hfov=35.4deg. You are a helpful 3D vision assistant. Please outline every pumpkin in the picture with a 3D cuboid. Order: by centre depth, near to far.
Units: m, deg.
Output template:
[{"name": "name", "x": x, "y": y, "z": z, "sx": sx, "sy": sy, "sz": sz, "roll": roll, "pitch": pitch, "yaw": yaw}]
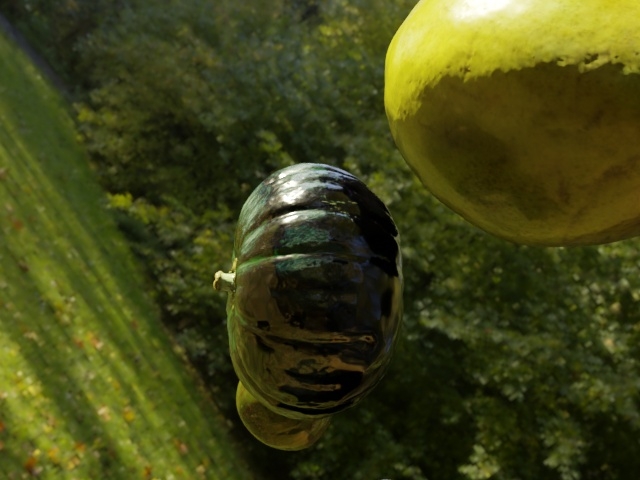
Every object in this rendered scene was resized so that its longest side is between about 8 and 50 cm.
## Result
[{"name": "pumpkin", "x": -0.012, "y": 0.039, "z": 0.772, "sx": 0.202, "sy": 0.140, "sz": 0.201, "roll": -177, "pitch": -90, "yaw": -79}]

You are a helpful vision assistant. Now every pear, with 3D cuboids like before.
[{"name": "pear", "x": 0.198, "y": -0.117, "z": 0.823, "sx": 0.307, "sy": 0.252, "sz": 0.253, "roll": 21, "pitch": -23, "yaw": 34}]

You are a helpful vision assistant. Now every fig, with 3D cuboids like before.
[{"name": "fig", "x": -0.001, "y": 0.184, "z": 1.407, "sx": 0.151, "sy": 0.259, "sz": 0.151, "roll": 49, "pitch": 9, "yaw": -10}]

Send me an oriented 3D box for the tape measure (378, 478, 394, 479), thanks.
[{"name": "tape measure", "x": 0.014, "y": 0.293, "z": 0.747, "sx": 0.149, "sy": 0.245, "sz": 0.231, "roll": 53, "pitch": -11, "yaw": 45}]
